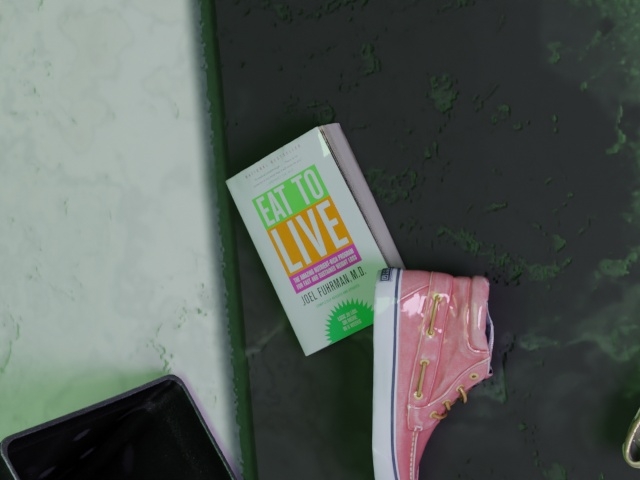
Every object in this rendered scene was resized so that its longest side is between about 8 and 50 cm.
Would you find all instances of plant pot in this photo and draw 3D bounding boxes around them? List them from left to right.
[{"bbox_3d":[-0.173,0.238,1.169,0.167,0.187,0.188,-36,79,37],"label":"plant pot"}]

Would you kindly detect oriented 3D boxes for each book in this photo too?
[{"bbox_3d":[0.000,0.000,1.135,0.096,0.035,0.144,-28,85,28],"label":"book"}]

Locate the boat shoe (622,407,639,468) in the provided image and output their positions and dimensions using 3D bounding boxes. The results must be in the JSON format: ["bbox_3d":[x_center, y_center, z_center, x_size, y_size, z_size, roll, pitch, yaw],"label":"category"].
[{"bbox_3d":[0.248,0.085,1.003,0.056,0.048,0.153,42,112,17],"label":"boat shoe"}]

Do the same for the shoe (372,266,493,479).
[{"bbox_3d":[0.080,0.104,1.083,0.081,0.063,0.178,2,110,9],"label":"shoe"}]
